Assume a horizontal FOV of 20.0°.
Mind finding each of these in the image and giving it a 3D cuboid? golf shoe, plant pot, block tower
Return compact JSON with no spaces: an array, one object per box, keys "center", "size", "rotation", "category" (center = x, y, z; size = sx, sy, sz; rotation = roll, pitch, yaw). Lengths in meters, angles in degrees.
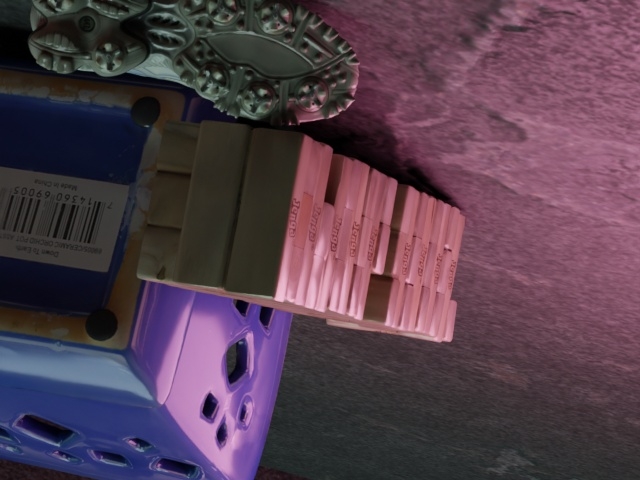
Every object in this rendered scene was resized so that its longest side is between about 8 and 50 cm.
[{"center":[-0.064,-0.109,0.963],"size":[0.176,0.069,0.086],"rotation":[15,-169,-1],"category":"golf shoe"},{"center":[-0.150,0.014,1.143],"size":[0.236,0.236,0.212],"rotation":[8,161,14],"category":"plant pot"},{"center":[0.000,0.000,1.093],"size":[0.091,0.097,0.335],"rotation":[9,175,20],"category":"block tower"}]
